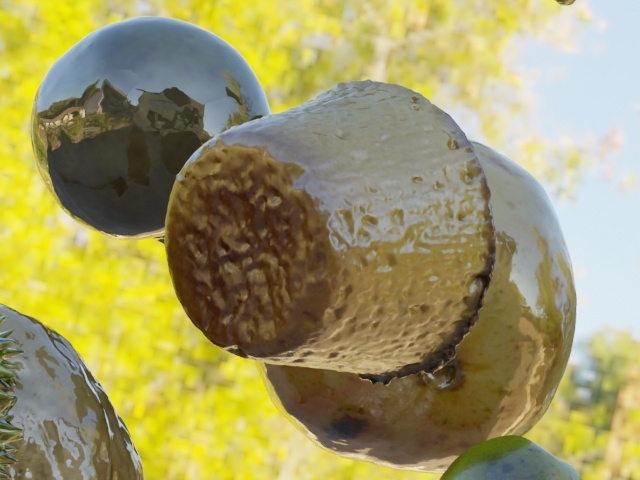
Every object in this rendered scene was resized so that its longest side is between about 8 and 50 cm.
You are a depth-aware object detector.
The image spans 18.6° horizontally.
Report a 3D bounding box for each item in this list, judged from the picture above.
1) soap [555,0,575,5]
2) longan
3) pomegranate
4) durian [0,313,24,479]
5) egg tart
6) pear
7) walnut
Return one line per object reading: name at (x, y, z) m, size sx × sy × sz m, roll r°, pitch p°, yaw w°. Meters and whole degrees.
soap at (0.268, -0.334, 2.253) m, size 0.045 × 0.089 × 0.140 m, roll -1°, pitch -30°, yaw 43°
longan at (-0.192, -0.126, 2.289) m, size 0.297 × 0.297 × 0.297 m, roll 14°, pitch -12°, yaw 3°
pomegranate at (0.092, 0.065, 1.886) m, size 0.342 × 0.342 × 0.342 m, roll 14°, pitch -12°, yaw 3°
durian at (-0.345, 0.087, 1.340) m, size 0.291 × 0.291 × 0.224 m, roll 2°, pitch 10°, yaw 44°
egg tart at (0.000, 0.000, 1.324) m, size 0.215 × 0.215 × 0.171 m, roll 3°, pitch 8°, yaw 42°
pear at (0.165, 0.232, 1.689) m, size 0.141 × 0.141 × 0.104 m, roll 10°, pitch -30°, yaw 18°
walnut at (-0.286, 0.205, 1.694) m, size 0.252 × 0.313 × 0.277 m, roll -29°, pitch -25°, yaw 6°
